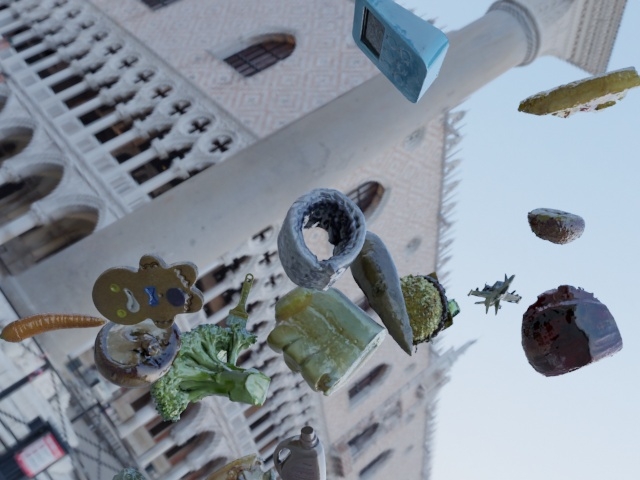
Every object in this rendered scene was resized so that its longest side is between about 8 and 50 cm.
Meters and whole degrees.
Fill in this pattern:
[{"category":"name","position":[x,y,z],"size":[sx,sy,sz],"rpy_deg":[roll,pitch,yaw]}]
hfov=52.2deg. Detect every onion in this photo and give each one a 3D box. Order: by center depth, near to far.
[{"category":"onion","position":[0.784,0.301,2.110],"size":[0.280,0.314,0.146],"rpy_deg":[63,24,3]}]

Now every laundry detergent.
[{"category":"laundry detergent","position":[-0.071,0.679,2.055],"size":[0.171,0.076,0.237],"rpy_deg":[5,-60,18]}]

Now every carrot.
[{"category":"carrot","position":[-0.715,0.221,1.745],"size":[0.066,0.271,0.062],"rpy_deg":[-137,-141,-62]}]

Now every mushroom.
[{"category":"mushroom","position":[-0.459,0.277,1.635],"size":[0.194,0.231,0.138],"rpy_deg":[12,-57,31]}]

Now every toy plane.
[{"category":"toy plane","position":[0.625,0.169,2.268],"size":[0.262,0.192,0.088],"rpy_deg":[104,-6,-51]}]

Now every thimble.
[{"category":"thimble","position":[0.000,0.000,1.719],"size":[0.157,0.217,0.246],"rpy_deg":[118,-20,-58]}]

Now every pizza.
[{"category":"pizza","position":[-0.128,0.472,1.085],"size":[0.195,0.185,0.052],"rpy_deg":[49,-10,8]},{"category":"pizza","position":[0.656,-0.342,1.566],"size":[0.279,0.287,0.075],"rpy_deg":[-12,-91,40]}]

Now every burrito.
[{"category":"burrito","position":[0.413,0.282,2.446],"size":[0.054,0.288,0.104],"rpy_deg":[-7,-73,62]}]

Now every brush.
[{"category":"brush","position":[-0.299,0.232,2.520],"size":[0.082,0.218,0.010],"rpy_deg":[18,-6,-12]}]

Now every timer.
[{"category":"timer","position":[0.173,-0.470,1.579],"size":[0.250,0.091,0.232],"rpy_deg":[38,-9,8]}]

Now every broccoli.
[{"category":"broccoli","position":[-0.348,0.425,1.979],"size":[0.275,0.353,0.397],"rpy_deg":[45,3,-38]}]

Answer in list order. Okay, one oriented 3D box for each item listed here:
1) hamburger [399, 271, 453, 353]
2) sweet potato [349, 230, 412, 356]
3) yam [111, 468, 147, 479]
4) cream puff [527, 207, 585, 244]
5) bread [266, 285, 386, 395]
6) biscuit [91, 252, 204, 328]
[{"category":"hamburger","position":[0.327,0.238,2.210],"size":[0.243,0.138,0.262],"rpy_deg":[-43,-121,38]},{"category":"sweet potato","position":[0.167,0.122,1.811],"size":[0.131,0.130,0.423],"rpy_deg":[83,-12,-50]},{"category":"yam","position":[-0.403,0.601,1.332],"size":[0.259,0.093,0.093],"rpy_deg":[-98,173,-52]},{"category":"cream puff","position":[0.611,-0.036,1.705],"size":[0.149,0.149,0.085],"rpy_deg":[25,-71,54]},{"category":"bread","position":[-0.004,0.308,2.103],"size":[0.341,0.300,0.210],"rpy_deg":[37,-22,15]},{"category":"biscuit","position":[-0.369,0.113,1.394],"size":[0.039,0.236,0.180],"rpy_deg":[-92,172,-65]}]
